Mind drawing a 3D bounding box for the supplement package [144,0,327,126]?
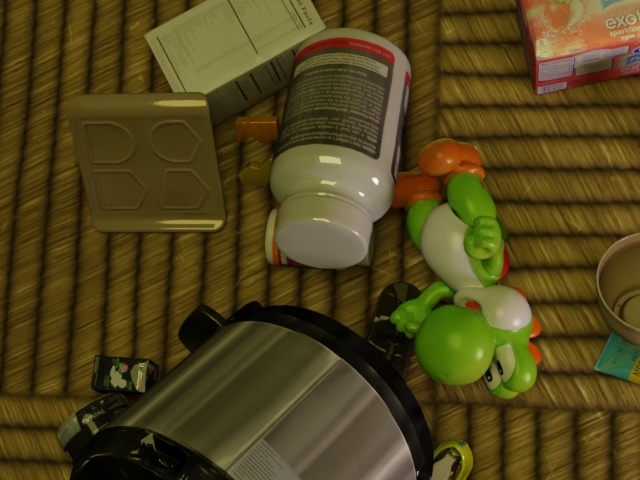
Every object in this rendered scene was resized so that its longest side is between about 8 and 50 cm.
[{"bbox_3d":[-0.116,-0.291,2.036,0.244,0.134,0.139,-28,75,1],"label":"supplement package"}]

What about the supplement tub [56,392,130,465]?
[{"bbox_3d":[-0.283,0.323,1.929,0.117,0.117,0.190,-35,75,-1],"label":"supplement tub"}]

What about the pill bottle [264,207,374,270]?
[{"bbox_3d":[0.000,0.000,1.979,0.152,0.086,0.086,5,78,9],"label":"pill bottle"}]

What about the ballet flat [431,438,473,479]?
[{"bbox_3d":[0.132,0.372,1.880,0.077,0.077,0.231,35,84,12],"label":"ballet flat"}]

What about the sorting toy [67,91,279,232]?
[{"bbox_3d":[-0.207,-0.117,2.000,0.307,0.229,0.041,0,34,8],"label":"sorting toy"}]

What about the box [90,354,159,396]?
[{"bbox_3d":[-0.287,0.200,1.985,0.083,0.062,0.052,4,76,9],"label":"box"}]

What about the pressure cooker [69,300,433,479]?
[{"bbox_3d":[-0.058,0.293,1.731,0.376,0.369,0.420,8,36,38],"label":"pressure cooker"}]

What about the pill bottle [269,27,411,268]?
[{"bbox_3d":[0.025,-0.127,1.901,0.176,0.176,0.318,5,58,9],"label":"pill bottle"}]

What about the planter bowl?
[{"bbox_3d":[0.459,0.084,1.872,0.162,0.109,0.162,-2,57,3],"label":"planter bowl"}]

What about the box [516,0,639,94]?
[{"bbox_3d":[0.442,-0.328,1.958,0.300,0.154,0.142,-12,76,6],"label":"box"}]

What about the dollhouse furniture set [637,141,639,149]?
[{"bbox_3d":[0.558,-0.191,1.921,0.129,0.129,0.183,33,85,14],"label":"dollhouse furniture set"}]

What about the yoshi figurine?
[{"bbox_3d":[0.181,0.052,1.879,0.203,0.203,0.362,-21,72,4],"label":"yoshi figurine"}]

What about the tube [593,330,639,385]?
[{"bbox_3d":[0.495,0.189,1.891,0.207,0.052,0.080,25,70,18],"label":"tube"}]

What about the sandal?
[{"bbox_3d":[0.087,0.162,1.949,0.090,0.060,0.219,18,66,6],"label":"sandal"}]
